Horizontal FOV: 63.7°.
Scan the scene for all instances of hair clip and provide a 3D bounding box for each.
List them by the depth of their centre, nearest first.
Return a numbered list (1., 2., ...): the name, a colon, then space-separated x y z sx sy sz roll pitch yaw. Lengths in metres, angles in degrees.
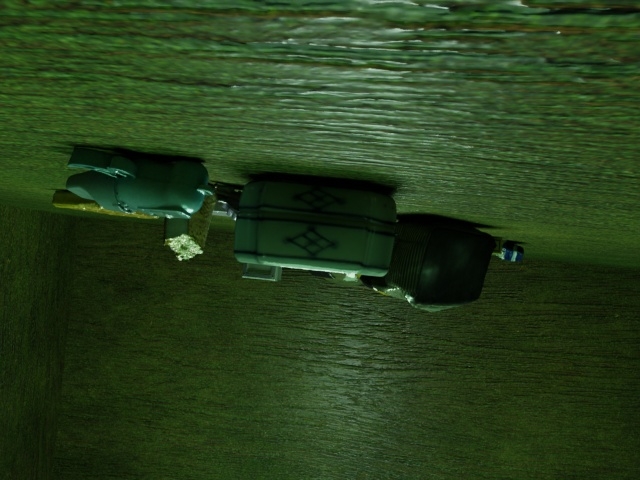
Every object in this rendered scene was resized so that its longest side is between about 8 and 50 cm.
1. hair clip: -0.119 -0.069 1.132 0.292 0.085 0.106 11 -142 -44

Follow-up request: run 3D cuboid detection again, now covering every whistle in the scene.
1. whistle: -0.290 -0.084 0.830 0.273 0.093 0.186 4 165 21

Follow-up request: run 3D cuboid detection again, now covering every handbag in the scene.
1. handbag: 0.287 0.055 1.424 0.340 0.248 0.240 4 -169 -41

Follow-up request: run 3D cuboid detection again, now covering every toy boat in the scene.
1. toy boat: 0.644 0.030 1.997 0.291 0.071 0.210 9 176 38

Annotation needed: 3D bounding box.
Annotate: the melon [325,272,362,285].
1. melon: 0.103 0.071 2.177 0.301 0.238 0.237 10 -179 31

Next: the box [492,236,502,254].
1. box: 0.503 0.011 1.805 0.219 0.064 0.141 4 177 -8

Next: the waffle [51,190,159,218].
1. waffle: -0.674 -0.113 1.637 0.220 0.055 0.247 4 177 26

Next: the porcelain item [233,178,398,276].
1. porcelain item: -0.004 -0.021 0.964 0.285 0.157 0.281 6 176 4

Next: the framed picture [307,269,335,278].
1. framed picture: -0.093 0.037 2.082 0.324 0.013 0.244 47 163 -16

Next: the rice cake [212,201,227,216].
1. rice cake: -0.235 -0.086 1.224 0.364 0.056 0.072 6 176 -15

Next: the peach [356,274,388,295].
1. peach: 0.217 0.076 1.681 0.250 0.153 0.251 21 143 17

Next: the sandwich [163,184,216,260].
1. sandwich: -0.254 -0.041 1.021 0.057 0.163 0.193 2 179 4

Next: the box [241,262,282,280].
1. box: -0.201 0.027 1.859 0.129 0.226 0.086 5 177 6
